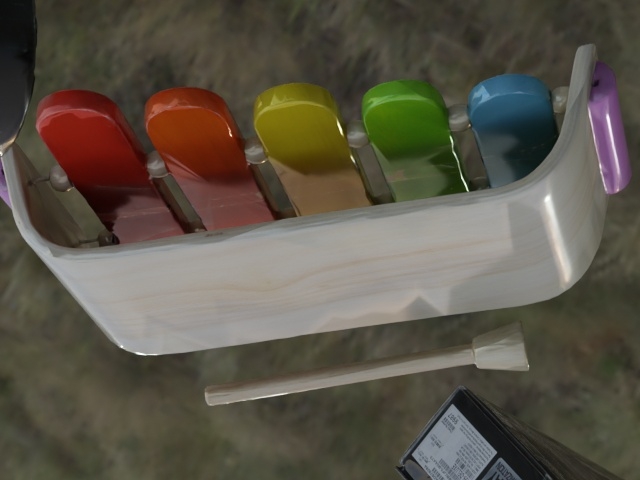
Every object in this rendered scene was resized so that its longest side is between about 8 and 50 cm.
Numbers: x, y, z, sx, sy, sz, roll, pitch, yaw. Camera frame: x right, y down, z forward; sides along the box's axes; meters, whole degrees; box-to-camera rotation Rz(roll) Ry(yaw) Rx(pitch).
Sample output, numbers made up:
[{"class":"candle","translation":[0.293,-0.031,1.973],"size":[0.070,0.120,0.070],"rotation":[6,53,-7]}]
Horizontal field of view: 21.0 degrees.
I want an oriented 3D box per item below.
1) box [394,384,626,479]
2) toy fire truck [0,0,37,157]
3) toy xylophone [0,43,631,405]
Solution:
[{"class":"box","translation":[0.216,0.239,1.108],"size":[0.242,0.076,0.307],"rotation":[32,-171,-38]},{"class":"toy fire truck","translation":[-0.138,-0.149,0.409],"size":[0.158,0.217,0.246],"rotation":[-4,-152,-32]},{"class":"toy xylophone","translation":[0.000,0.000,0.885],"size":[0.322,0.081,0.236],"rotation":[-4,152,4]}]
